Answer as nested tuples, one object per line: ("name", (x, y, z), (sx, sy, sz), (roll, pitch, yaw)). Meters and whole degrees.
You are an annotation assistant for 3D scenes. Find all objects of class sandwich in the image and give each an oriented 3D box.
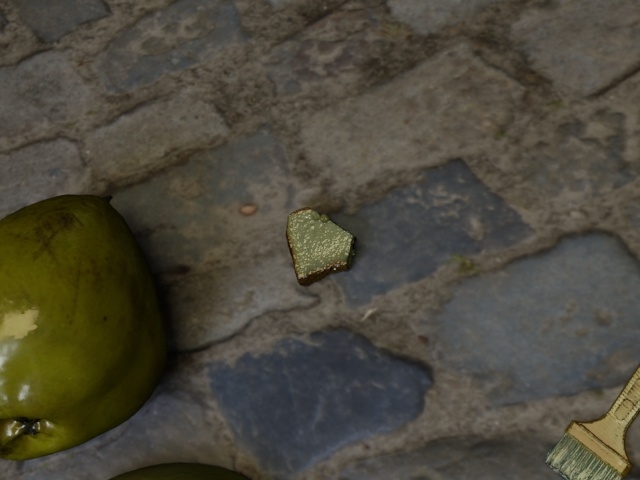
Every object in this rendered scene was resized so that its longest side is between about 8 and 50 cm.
("sandwich", (0.000, 0.000, 1.037), (0.093, 0.036, 0.105), (-23, 69, 10))

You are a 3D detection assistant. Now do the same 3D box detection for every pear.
("pear", (-0.335, 0.087, 0.993), (0.287, 0.287, 0.375), (0, 54, 16))

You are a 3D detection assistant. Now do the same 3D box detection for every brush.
("brush", (0.353, 0.195, 0.894), (0.082, 0.010, 0.218), (36, 88, 22))

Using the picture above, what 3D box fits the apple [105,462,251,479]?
("apple", (-0.190, 0.458, 0.941), (0.360, 0.320, 0.312), (-31, 25, 8))
